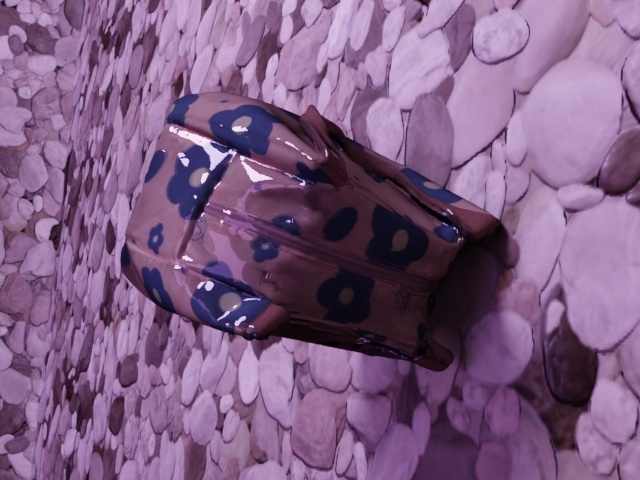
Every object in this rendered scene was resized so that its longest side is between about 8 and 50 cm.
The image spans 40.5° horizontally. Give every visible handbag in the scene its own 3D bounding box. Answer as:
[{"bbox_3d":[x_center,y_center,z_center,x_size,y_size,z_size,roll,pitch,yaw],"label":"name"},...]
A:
[{"bbox_3d":[0.000,0.000,0.683,0.193,0.252,0.190,28,99,51],"label":"handbag"}]
